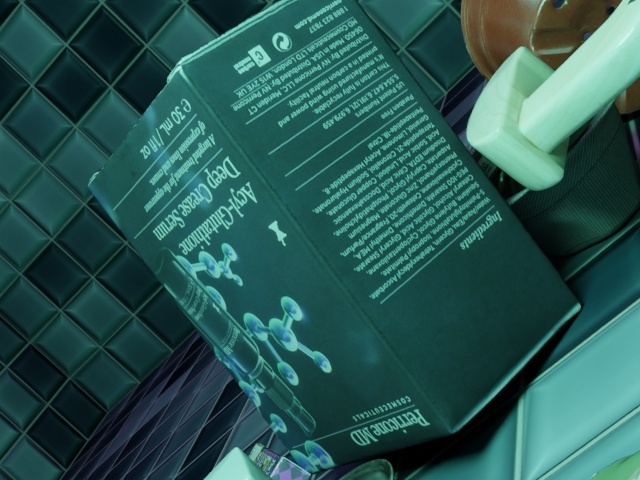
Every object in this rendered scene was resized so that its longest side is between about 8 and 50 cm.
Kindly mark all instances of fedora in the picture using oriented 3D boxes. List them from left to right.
[{"bbox_3d":[0.255,-0.066,1.183,0.244,0.124,0.275,-49,14,-10],"label":"fedora"}]

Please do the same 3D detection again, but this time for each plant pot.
[{"bbox_3d":[0.340,-0.285,1.452,0.272,0.272,0.265,-45,15,11],"label":"plant pot"}]

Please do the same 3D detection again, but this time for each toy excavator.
[{"bbox_3d":[0.328,-0.273,0.923,0.445,0.222,0.433,-59,15,-19],"label":"toy excavator"}]

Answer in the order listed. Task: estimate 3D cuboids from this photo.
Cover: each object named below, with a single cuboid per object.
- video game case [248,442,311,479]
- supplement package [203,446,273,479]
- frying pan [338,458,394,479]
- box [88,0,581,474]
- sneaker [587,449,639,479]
[{"bbox_3d":[-0.099,0.327,1.168,0.232,0.041,0.210,-59,5,-11],"label":"video game case"},{"bbox_3d":[-0.029,0.258,0.820,0.105,0.179,0.105,-47,7,-6],"label":"supplement package"},{"bbox_3d":[-0.014,0.309,0.952,0.197,0.053,0.326,-42,8,30],"label":"frying pan"},{"bbox_3d":[0.000,0.000,1.103,0.212,0.395,0.293,-38,2,-32],"label":"box"},{"bbox_3d":[0.152,0.195,0.638,0.192,0.064,0.086,-48,0,-14],"label":"sneaker"}]
